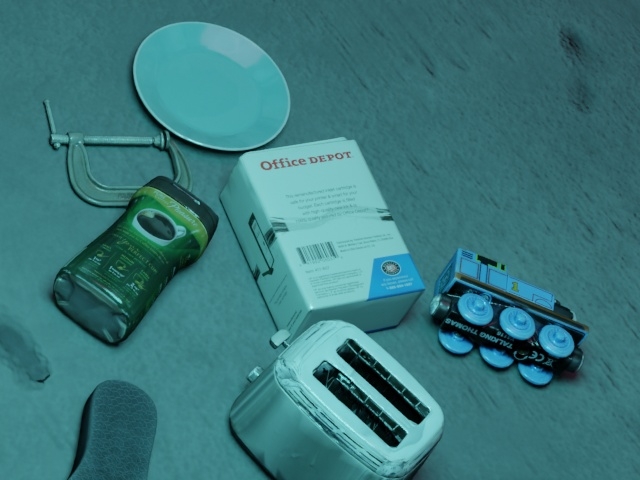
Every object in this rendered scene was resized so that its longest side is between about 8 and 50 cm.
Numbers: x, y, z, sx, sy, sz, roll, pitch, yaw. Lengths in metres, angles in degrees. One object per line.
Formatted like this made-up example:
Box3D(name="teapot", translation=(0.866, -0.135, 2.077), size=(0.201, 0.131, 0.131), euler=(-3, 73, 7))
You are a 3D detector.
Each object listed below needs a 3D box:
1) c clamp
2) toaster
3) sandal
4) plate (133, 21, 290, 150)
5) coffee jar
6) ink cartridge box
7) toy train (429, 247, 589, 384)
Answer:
Box3D(name="c clamp", translation=(-0.218, -0.094, 2.035), size=(0.161, 0.022, 0.137), euler=(5, 55, -21))
Box3D(name="toaster", translation=(0.025, 0.187, 1.862), size=(0.227, 0.146, 0.129), euler=(44, 52, 9))
Box3D(name="sandal", translation=(-0.211, 0.245, 1.784), size=(0.097, 0.054, 0.254), euler=(30, 40, -11))
Box3D(name="plate", translation=(-0.126, -0.172, 2.128), size=(0.188, 0.024, 0.188), euler=(13, 51, -17))
Box3D(name="coffee jar", translation=(-0.187, 0.016, 1.932), size=(0.096, 0.079, 0.184), euler=(36, 51, 6))
Box3D(name="ink cartridge box", translation=(0.000, 0.000, 2.023), size=(0.148, 0.086, 0.203), euler=(-9, 60, -29))
Box3D(name="toy train", translation=(0.208, 0.085, 2.064), size=(0.184, 0.080, 0.105), euler=(21, 45, -9))
